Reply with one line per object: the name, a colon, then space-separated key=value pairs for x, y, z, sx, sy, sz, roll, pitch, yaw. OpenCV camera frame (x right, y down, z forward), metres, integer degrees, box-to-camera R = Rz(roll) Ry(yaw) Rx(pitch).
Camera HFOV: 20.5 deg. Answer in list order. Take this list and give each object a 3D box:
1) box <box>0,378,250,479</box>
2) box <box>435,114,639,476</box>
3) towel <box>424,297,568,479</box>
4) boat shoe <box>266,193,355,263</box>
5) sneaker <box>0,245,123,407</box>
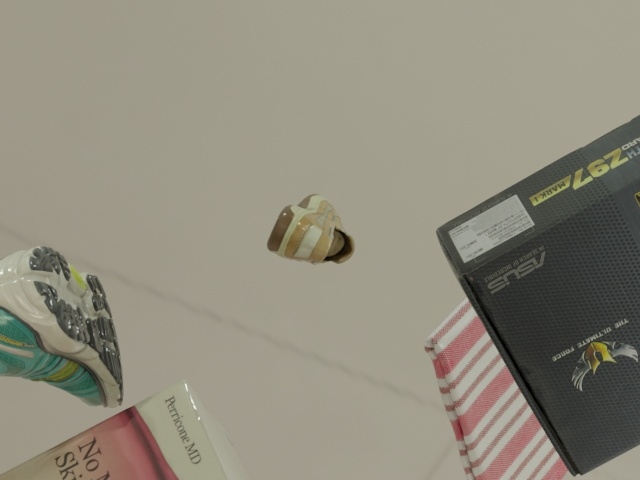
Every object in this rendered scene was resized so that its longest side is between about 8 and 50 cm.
box: x=-0.166 y=0.242 z=1.425 sx=0.148 sy=0.232 sz=0.127 roll=61 pitch=-1 yaw=32
box: x=0.209 y=0.015 z=1.047 sx=0.183 sy=0.233 sz=0.059 roll=59 pitch=5 yaw=-35
towel: x=0.140 y=0.124 z=1.360 sx=0.029 sy=0.197 sz=0.144 roll=-2 pitch=25 yaw=37
boat shoe: x=0.000 y=0.000 z=1.774 sx=0.072 sy=0.068 sz=0.190 roll=24 pitch=12 yaw=7
sneaker: x=-0.237 y=0.077 z=1.496 sx=0.275 sy=0.110 sz=0.107 roll=58 pitch=16 yaw=-65
